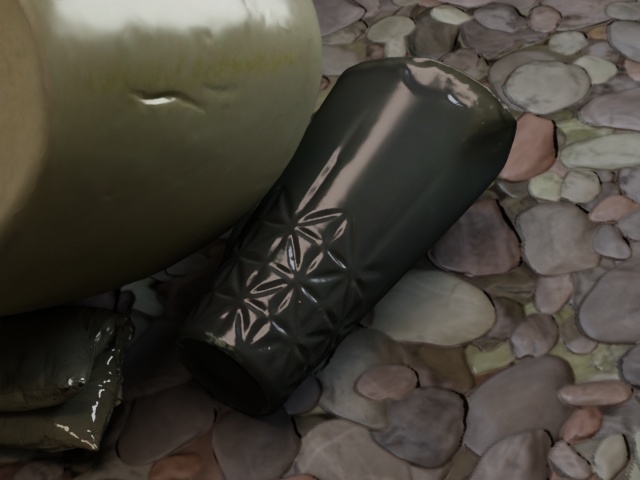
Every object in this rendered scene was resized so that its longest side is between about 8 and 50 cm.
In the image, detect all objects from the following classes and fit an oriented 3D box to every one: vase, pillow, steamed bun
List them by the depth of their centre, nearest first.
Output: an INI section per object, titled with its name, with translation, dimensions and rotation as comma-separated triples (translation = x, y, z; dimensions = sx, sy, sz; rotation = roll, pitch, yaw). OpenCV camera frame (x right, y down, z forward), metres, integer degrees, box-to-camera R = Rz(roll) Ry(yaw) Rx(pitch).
[steamed bun]
translation = -0.251, -0.081, 1.402
dimensions = 0.455, 0.290, 0.371
rotation = -11, -5, 39
[pillow]
translation = -0.248, 0.108, 1.436
dimensions = 0.181, 0.078, 0.134
rotation = -2, 37, 16
[vase]
translation = 0.000, 0.000, 1.456
dimensions = 0.251, 0.156, 0.301
rotation = -2, 43, 51
